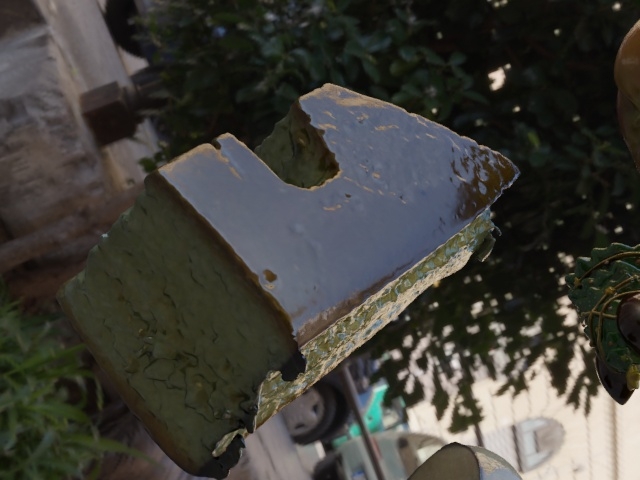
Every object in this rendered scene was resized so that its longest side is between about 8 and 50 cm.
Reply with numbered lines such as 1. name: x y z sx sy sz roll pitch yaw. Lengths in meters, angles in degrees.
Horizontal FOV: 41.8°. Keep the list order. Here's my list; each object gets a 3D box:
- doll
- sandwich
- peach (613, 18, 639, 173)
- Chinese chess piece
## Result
1. doll: 0.201 0.053 0.583 0.076 0.113 0.078 25 -49 16
2. sandwich: 0.000 0.000 0.446 0.128 0.235 0.122 50 -45 9
3. peach: 0.257 -0.091 0.532 0.138 0.138 0.138 159 -90 -86
4. Chinese chess piece: 0.262 0.566 1.643 0.140 0.338 0.338 33 7 -16
